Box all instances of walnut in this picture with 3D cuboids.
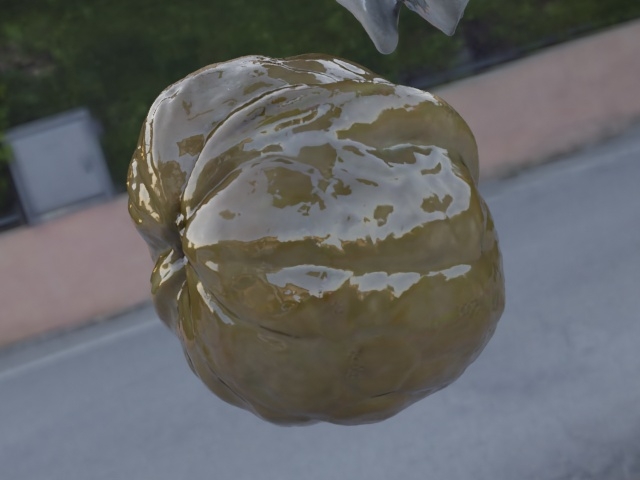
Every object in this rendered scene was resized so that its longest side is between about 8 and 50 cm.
[{"bbox_3d":[0.000,0.000,1.053,0.285,0.285,0.296,-20,55,-13],"label":"walnut"}]

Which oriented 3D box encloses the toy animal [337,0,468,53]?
[{"bbox_3d":[0.055,-0.343,1.457,0.264,0.272,0.206,21,-18,4],"label":"toy animal"}]
